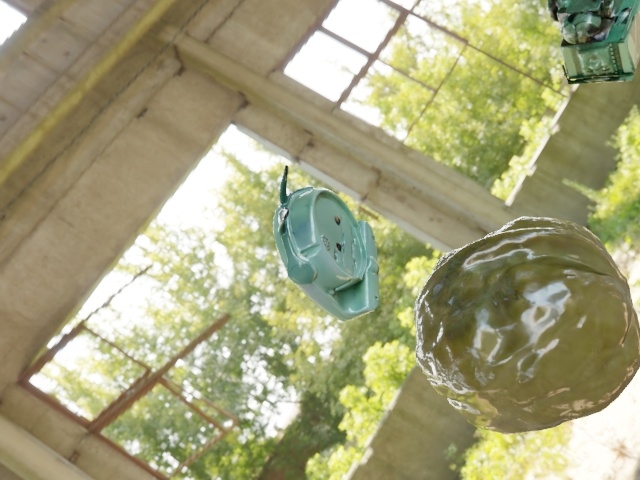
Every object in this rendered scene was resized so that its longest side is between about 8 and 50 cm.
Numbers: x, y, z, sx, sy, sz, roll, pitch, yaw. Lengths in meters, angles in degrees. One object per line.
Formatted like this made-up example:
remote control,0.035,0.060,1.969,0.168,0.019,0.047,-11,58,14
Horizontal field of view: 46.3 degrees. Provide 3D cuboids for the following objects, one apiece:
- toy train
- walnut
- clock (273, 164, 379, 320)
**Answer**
toy train,0.419,-0.360,1.105,0.154,0.115,0.269,56,-129,-39
walnut,0.266,0.108,0.979,0.277,0.253,0.282,-27,-5,18
clock,0.000,0.000,0.625,0.041,0.135,0.101,-24,47,27
